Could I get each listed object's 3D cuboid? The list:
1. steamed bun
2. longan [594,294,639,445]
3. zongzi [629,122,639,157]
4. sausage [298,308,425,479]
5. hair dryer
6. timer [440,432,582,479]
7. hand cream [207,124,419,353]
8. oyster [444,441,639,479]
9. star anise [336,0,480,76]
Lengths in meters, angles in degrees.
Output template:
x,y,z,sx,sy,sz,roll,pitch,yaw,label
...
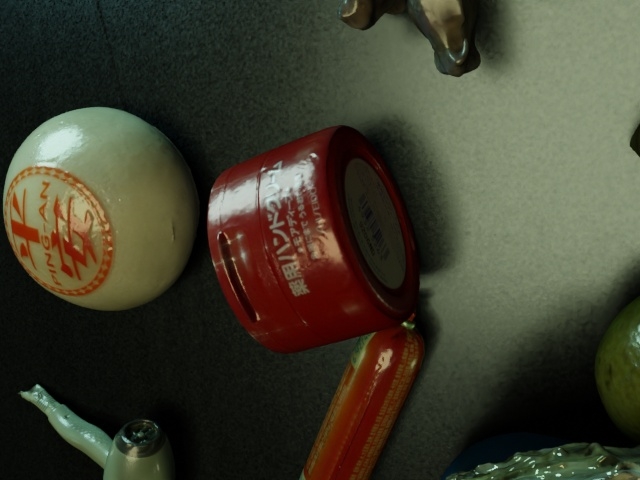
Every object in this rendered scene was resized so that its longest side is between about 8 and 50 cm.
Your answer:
x,y,z,sx,sy,sz,roll,pitch,yaw,label
-0.255,-0.029,0.763,0.231,0.145,0.232,6,104,23,steamed bun
0.302,0.113,0.543,0.154,0.145,0.176,-22,61,43,longan
0.372,-0.101,0.501,0.205,0.094,0.204,33,106,8,zongzi
0.044,0.180,0.719,0.083,0.083,0.264,27,111,16,sausage
-0.287,0.318,0.917,0.267,0.092,0.229,7,112,37,hair dryer
0.250,0.351,0.648,0.309,0.115,0.340,9,106,21,timer
0.000,0.000,0.632,0.125,0.193,0.193,-20,94,24,hand cream
0.237,0.227,0.502,0.351,0.115,0.238,-6,117,34,oyster
0.074,-0.296,0.575,0.315,0.139,0.360,-13,81,19,star anise
